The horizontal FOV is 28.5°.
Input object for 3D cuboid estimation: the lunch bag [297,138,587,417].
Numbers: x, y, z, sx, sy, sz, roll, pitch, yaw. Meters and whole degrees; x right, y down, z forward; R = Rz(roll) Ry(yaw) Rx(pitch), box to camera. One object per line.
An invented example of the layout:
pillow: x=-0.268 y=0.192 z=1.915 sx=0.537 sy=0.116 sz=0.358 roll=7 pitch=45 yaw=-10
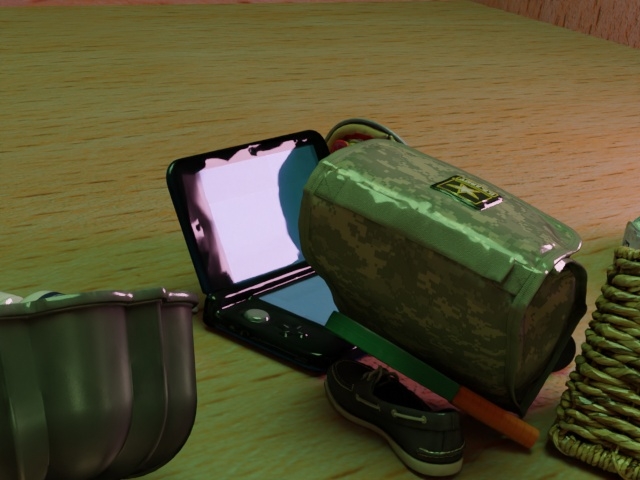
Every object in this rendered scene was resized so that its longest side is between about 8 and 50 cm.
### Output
lunch bag: x=0.121 y=0.024 z=1.201 sx=0.235 sy=0.169 sz=0.287 roll=29 pitch=-11 yaw=20

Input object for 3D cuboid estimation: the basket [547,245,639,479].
basket: x=0.404 y=0.166 z=1.246 sx=0.299 sy=0.223 sz=0.213 roll=16 pitch=-11 yaw=24

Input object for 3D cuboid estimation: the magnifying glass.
magnifying glass: x=0.106 y=0.131 z=1.197 sx=0.231 sy=0.026 sz=0.092 roll=33 pitch=-4 yaw=-7

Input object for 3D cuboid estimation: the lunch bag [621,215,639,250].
lunch bag: x=0.440 y=0.007 z=1.726 sx=0.053 sy=0.071 sz=0.083 roll=19 pitch=24 yaw=26

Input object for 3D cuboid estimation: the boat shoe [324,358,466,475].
boat shoe: x=0.072 y=0.151 z=1.211 sx=0.075 sy=0.065 sz=0.206 roll=-7 pitch=23 yaw=-28

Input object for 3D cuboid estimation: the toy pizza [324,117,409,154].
toy pizza: x=0.065 y=-0.057 z=1.597 sx=0.201 sy=0.201 sz=0.032 roll=24 pitch=41 yaw=39

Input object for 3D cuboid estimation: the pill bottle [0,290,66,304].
pill bottle: x=-0.234 y=0.107 z=1.160 sx=0.186 sy=0.112 sz=0.112 roll=14 pitch=21 yaw=18

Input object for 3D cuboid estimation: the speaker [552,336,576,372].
speaker: x=0.245 y=0.098 z=1.433 sx=0.055 sy=0.055 sz=0.136 roll=4 pitch=20 yaw=-8

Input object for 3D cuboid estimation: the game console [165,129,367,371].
game console: x=0.000 y=0.000 z=1.446 sx=0.250 sy=0.173 sz=0.293 roll=20 pitch=24 yaw=32

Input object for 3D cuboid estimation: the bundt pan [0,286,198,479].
bundt pan: x=-0.235 y=0.134 z=0.920 sx=0.330 sy=0.124 sz=0.331 roll=-14 pitch=-9 yaw=-2
